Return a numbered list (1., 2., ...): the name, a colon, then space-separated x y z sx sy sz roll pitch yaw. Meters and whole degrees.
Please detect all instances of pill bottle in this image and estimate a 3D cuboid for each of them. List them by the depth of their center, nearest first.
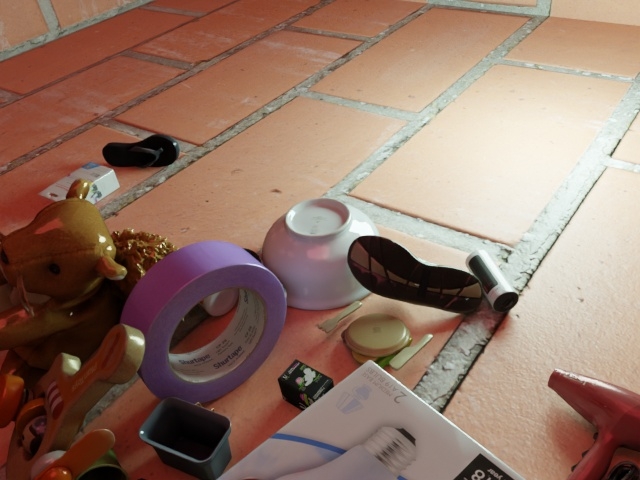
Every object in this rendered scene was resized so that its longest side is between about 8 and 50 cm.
1. pill bottle: -0.248 0.089 1.231 0.152 0.086 0.086 28 50 36

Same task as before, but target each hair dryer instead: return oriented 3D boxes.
1. hair dryer: 0.417 0.301 0.859 0.223 0.080 0.294 -8 38 1

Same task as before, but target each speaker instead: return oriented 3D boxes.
1. speaker: 0.341 0.079 1.173 0.055 0.055 0.136 -12 39 -6

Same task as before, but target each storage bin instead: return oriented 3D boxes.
1. storage bin: -0.201 0.317 0.929 0.135 0.091 0.098 13 42 22

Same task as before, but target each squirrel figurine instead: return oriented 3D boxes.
1. squirrel figurine: -0.417 0.054 1.051 0.396 0.370 0.281 -8 61 -40

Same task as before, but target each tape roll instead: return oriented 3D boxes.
1. tape roll: -0.193 0.141 1.002 0.274 0.275 0.090 -30 43 -27

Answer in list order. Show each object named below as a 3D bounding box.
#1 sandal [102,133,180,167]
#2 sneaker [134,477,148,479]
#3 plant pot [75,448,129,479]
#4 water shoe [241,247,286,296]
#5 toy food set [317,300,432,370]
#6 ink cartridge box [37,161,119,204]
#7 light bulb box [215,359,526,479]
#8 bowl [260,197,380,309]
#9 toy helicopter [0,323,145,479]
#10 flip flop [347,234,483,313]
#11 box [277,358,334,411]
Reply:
1. sandal: -0.520 -0.245 1.703 0.254 0.097 0.055 -5 36 20
2. sneaker: -0.292 0.405 0.866 0.234 0.084 0.097 -4 14 3
3. plant pot: -0.347 0.359 0.920 0.083 0.083 0.079 -20 28 -16
4. water shoe: -0.142 0.090 1.213 0.072 0.080 0.203 -11 35 -30
5. toy food set: 0.103 0.185 1.100 0.192 0.039 0.132 23 40 40
6. ink cartridge box: -0.658 -0.137 1.605 0.104 0.062 0.181 19 44 30
7. light bulb box: 0.054 0.398 0.677 0.361 0.225 0.357 -32 44 -29
8. bowl: 0.000 0.000 1.267 0.297 0.134 0.298 -5 37 4
9. toy helicopter: -0.375 0.256 0.873 0.355 0.140 0.235 -42 40 24
10. flip flop: 0.183 0.072 1.165 0.276 0.080 0.112 17 84 1
11. box: -0.023 0.254 1.003 0.083 0.062 0.052 23 48 32
